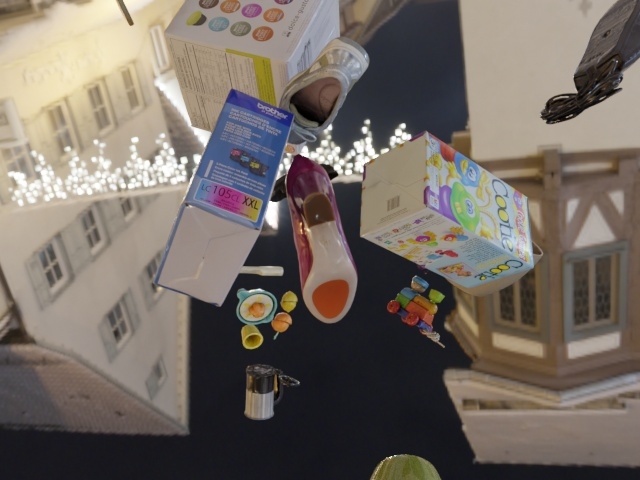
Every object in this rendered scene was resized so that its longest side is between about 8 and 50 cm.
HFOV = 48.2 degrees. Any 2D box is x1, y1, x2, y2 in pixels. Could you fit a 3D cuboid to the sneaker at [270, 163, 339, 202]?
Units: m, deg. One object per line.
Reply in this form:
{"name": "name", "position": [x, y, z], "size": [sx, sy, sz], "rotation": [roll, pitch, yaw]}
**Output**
{"name": "sneaker", "position": [-0.044, -0.130, 1.688], "size": [0.170, 0.051, 0.089], "rotation": [-40, -127, 5]}

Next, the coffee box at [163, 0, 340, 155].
{"name": "coffee box", "position": [-0.159, -0.488, 1.871], "size": [0.334, 0.338, 0.337], "rotation": [16, -120, 14]}

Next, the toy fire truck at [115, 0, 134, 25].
{"name": "toy fire truck", "position": [-0.491, -0.681, 1.752], "size": [0.158, 0.246, 0.217], "rotation": [14, -142, -36]}

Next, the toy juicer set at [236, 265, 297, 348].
{"name": "toy juicer set", "position": [-0.173, 0.203, 2.322], "size": [0.209, 0.329, 0.089], "rotation": [-15, -143, -12]}

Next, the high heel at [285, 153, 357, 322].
{"name": "high heel", "position": [0.000, 0.000, 1.556], "size": [0.127, 0.377, 0.181], "rotation": [-9, -143, -7]}

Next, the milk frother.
{"name": "milk frother", "position": [-0.135, 0.429, 1.990], "size": [0.129, 0.134, 0.143], "rotation": [-5, -164, -30]}

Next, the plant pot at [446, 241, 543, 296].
{"name": "plant pot", "position": [0.441, 0.042, 1.982], "size": [0.284, 0.191, 0.284], "rotation": [25, -162, -8]}

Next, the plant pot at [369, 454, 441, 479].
{"name": "plant pot", "position": [0.171, 0.588, 1.426], "size": [0.275, 0.275, 0.293], "rotation": [-5, -145, 11]}

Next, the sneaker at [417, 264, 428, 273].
{"name": "sneaker", "position": [0.213, -0.012, 1.852], "size": [0.083, 0.098, 0.223], "rotation": [-22, -120, -38]}

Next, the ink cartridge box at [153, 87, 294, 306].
{"name": "ink cartridge box", "position": [-0.181, -0.107, 1.427], "size": [0.151, 0.270, 0.395], "rotation": [23, -133, -9]}

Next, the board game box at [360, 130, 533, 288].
{"name": "board game box", "position": [0.215, -0.042, 1.196], "size": [0.144, 0.275, 0.142], "rotation": [-24, -128, 43]}

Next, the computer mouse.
{"name": "computer mouse", "position": [0.502, -0.312, 1.231], "size": [0.272, 0.072, 0.188], "rotation": [-58, -168, -17]}

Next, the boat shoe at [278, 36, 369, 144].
{"name": "boat shoe", "position": [-0.015, -0.278, 1.430], "size": [0.320, 0.118, 0.103], "rotation": [-35, -157, 56]}

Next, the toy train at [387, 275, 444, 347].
{"name": "toy train", "position": [0.332, 0.213, 2.182], "size": [0.248, 0.105, 0.143], "rotation": [31, -94, 48]}
